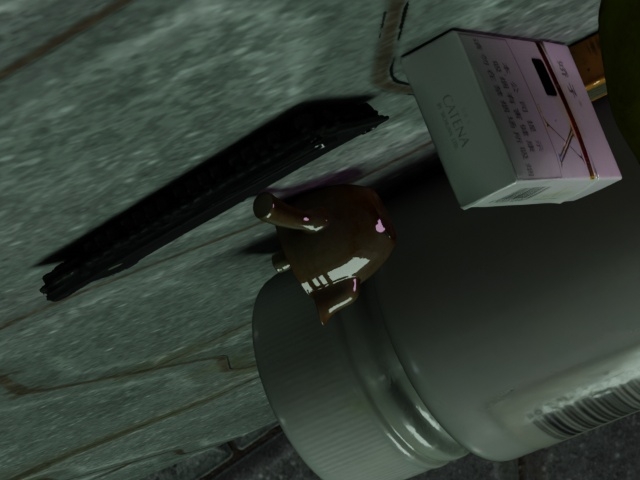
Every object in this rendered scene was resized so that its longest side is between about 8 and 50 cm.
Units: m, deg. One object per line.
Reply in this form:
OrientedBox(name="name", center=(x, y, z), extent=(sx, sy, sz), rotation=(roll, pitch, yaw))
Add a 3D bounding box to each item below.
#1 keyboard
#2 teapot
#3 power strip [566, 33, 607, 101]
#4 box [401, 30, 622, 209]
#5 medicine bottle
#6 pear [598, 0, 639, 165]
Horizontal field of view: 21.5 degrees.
OrientedBox(name="keyboard", center=(-0.065, -0.022, 0.936), extent=(0.231, 0.023, 0.072), rotation=(-28, 176, 37))
OrientedBox(name="teapot", center=(0.000, 0.000, 1.058), extent=(0.080, 0.085, 0.110), rotation=(-25, 151, 12))
OrientedBox(name="power strip", center=(0.151, -0.096, 0.980), extent=(0.178, 0.028, 0.049), rotation=(-26, 171, 21))
OrientedBox(name="box", center=(0.104, -0.062, 0.888), extent=(0.040, 0.084, 0.154), rotation=(-29, 169, 28))
OrientedBox(name="medicine bottle", center=(0.137, 0.041, 1.183), extent=(0.339, 0.208, 0.208), rotation=(-25, 171, 24))
OrientedBox(name="pear", center=(0.219, -0.081, 0.728), extent=(0.198, 0.198, 0.198), rotation=(-21, 171, -3))
